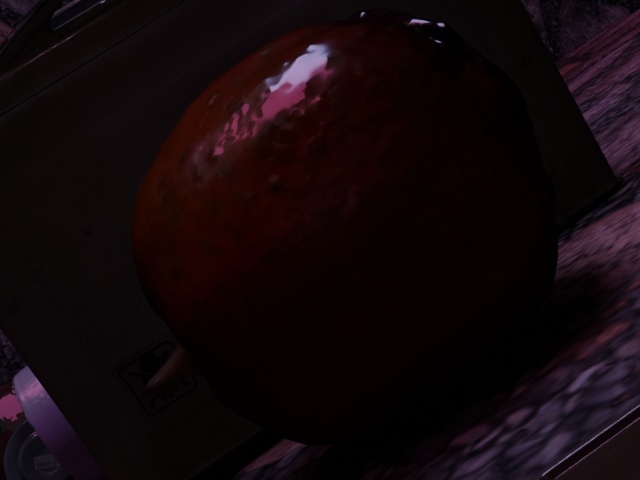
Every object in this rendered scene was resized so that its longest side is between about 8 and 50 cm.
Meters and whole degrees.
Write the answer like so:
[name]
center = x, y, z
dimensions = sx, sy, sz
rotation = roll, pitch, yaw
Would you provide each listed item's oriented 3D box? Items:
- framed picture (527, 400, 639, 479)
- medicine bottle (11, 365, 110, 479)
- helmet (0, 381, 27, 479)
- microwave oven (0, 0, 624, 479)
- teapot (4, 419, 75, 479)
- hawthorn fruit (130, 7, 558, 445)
[framed picture]
center = 0.115, 0.051, 0.304
dimensions = 0.109, 0.011, 0.149
rotation = -36, 3, -2
[medicine bottle]
center = -0.135, 0.098, 1.056
dimensions = 0.254, 0.152, 0.152
rotation = -37, 3, -3
[helmet]
center = -0.323, 0.213, 1.296
dimensions = 0.155, 0.106, 0.175
rotation = -56, -17, -7
[microwave oven]
center = -0.057, -0.066, 0.849
dimensions = 0.394, 0.333, 0.247
rotation = -33, 14, -6
[teapot]
center = -0.271, 0.227, 1.178
dimensions = 0.124, 0.092, 0.091
rotation = -29, -13, 3
[hawthorn fruit]
center = 0.000, 0.000, 0.603
dimensions = 0.250, 0.215, 0.215
rotation = -34, 3, 11
